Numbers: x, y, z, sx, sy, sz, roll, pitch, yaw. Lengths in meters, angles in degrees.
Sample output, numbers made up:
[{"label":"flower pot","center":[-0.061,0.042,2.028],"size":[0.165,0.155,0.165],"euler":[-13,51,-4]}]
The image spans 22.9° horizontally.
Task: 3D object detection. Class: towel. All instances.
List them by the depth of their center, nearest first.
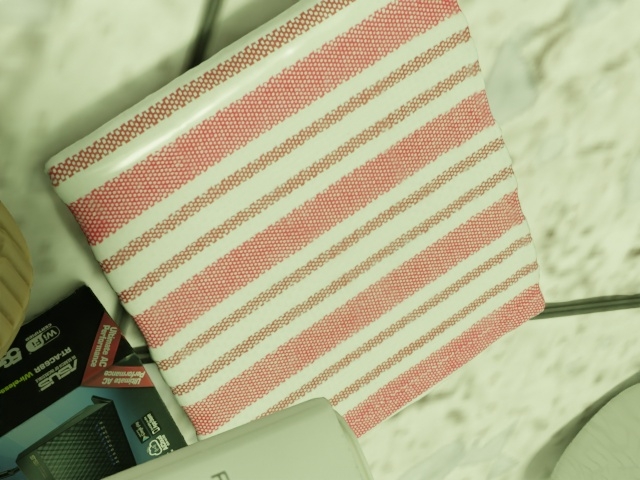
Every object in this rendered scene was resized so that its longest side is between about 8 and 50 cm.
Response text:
[{"label":"towel","center":[0.000,0.000,0.545],"size":[0.144,0.029,0.197],"euler":[-34,137,-10]}]

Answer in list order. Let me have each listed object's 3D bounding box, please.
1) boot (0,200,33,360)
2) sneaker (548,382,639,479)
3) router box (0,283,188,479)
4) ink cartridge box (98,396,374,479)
[{"label":"boot","center":[-0.205,0.065,0.395],"size":[0.207,0.090,0.248],"euler":[-35,179,30]},{"label":"sneaker","center":[0.200,0.096,0.757],"size":[0.212,0.080,0.094],"euler":[-31,150,-15]},{"label":"router box","center":[-0.090,0.084,0.535],"size":[0.092,0.038,0.122],"euler":[-33,139,-10]},{"label":"ink cartridge box","center":[-0.121,0.159,0.391],"size":[0.278,0.117,0.201],"euler":[-19,166,-27]}]
